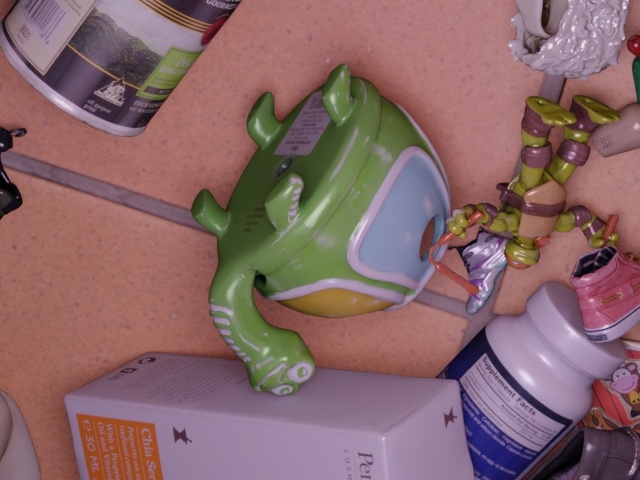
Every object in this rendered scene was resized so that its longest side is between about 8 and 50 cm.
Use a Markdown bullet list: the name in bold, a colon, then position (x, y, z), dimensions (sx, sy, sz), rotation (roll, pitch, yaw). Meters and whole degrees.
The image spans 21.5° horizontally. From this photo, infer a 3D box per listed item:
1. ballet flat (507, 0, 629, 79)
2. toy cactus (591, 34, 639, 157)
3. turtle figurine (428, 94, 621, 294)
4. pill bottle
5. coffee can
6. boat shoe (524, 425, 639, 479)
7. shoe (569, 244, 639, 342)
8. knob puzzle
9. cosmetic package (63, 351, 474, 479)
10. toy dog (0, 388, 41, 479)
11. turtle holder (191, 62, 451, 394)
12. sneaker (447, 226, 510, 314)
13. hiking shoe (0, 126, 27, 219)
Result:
- **ballet flat**: position (0.257, -0.360, 1.732), dimensions (0.147, 0.147, 0.409), rotation (3, 107, 11)
- **toy cactus**: position (0.379, -0.136, 1.817), dimensions (0.180, 0.112, 0.219), rotation (-28, 108, 27)
- **turtle figurine**: position (0.250, -0.050, 1.829), dimensions (0.269, 0.087, 0.217), rotation (4, 119, -24)
- **pill bottle**: position (0.212, 0.179, 1.904), dimensions (0.153, 0.153, 0.264), rotation (42, 109, -2)
- **coffee can**: position (-0.194, -0.280, 1.827), dimensions (0.201, 0.201, 0.275), rotation (39, 110, -2)
- **boat shoe**: position (0.248, 0.305, 1.913), dimensions (0.095, 0.112, 0.335), rotation (20, 135, -22)
- **shoe**: position (0.336, 0.035, 1.831), dimensions (0.063, 0.178, 0.081), rotation (-4, 113, 47)
- **knob puzzle**: position (0.376, 0.203, 1.943), dimensions (0.213, 0.030, 0.213), rotation (3, 107, 11)
- **cosmetic package**: position (-0.059, 0.270, 1.893), dimensions (0.453, 0.161, 0.230), rotation (2, 107, 36)
- **toy dog**: position (-0.519, 0.250, 1.935), dimensions (0.284, 0.408, 0.395), rotation (7, 107, 9)
- **turtle holder**: position (0.014, -0.012, 1.813), dimensions (0.227, 0.320, 0.243), rotation (37, 136, -24)
- **sneaker**: position (0.173, 0.030, 1.932), dimensions (0.069, 0.038, 0.098), rotation (28, 100, 4)
- **hiking shoe**: position (-0.418, -0.039, 2.002), dimensions (0.114, 0.086, 0.227), rotation (17, 108, 10)
